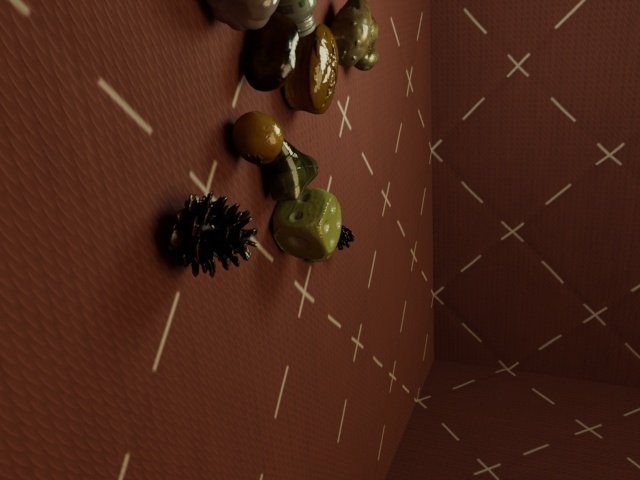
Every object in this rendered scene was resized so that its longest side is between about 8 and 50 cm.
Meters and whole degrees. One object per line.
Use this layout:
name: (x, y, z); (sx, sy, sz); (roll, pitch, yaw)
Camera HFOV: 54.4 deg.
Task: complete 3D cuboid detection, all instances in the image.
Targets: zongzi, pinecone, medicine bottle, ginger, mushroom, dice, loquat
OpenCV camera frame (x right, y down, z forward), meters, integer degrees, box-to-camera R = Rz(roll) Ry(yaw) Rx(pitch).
zongzi: (-0.093, -0.258, 1.836); (0.221, 0.112, 0.242); (-53, 133, -58)
pinecone: (0.066, -0.011, 2.298); (0.109, 0.102, 0.102); (-14, 110, -38)
medicine bottle: (-0.082, -0.683, 1.732); (0.215, 0.135, 0.135); (72, 31, -44)
ginger: (0.133, -0.728, 2.229); (0.304, 0.155, 0.244); (-13, 104, -66)
mushroom: (-0.124, -0.481, 1.715); (0.217, 0.148, 0.227); (74, 31, -75)
pinecone: (-0.239, -0.011, 1.403); (0.208, 0.208, 0.207); (4, 90, -68)
dice: (-0.038, -0.053, 1.915); (0.166, 0.169, 0.169); (69, 34, -48)
loquat: (-0.162, -0.266, 1.617); (0.141, 0.141, 0.141); (4, 90, -68)

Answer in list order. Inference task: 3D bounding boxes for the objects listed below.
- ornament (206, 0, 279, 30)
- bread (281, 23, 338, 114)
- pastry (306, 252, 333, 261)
ornament: (-0.181, -0.591, 1.462); (0.177, 0.177, 0.177); (4, 90, -68)
bread: (-0.023, -0.523, 1.906); (0.195, 0.143, 0.269); (15, 78, -68)
pastry: (0.000, 0.000, 2.133); (0.166, 0.088, 0.165); (6, 90, -65)
